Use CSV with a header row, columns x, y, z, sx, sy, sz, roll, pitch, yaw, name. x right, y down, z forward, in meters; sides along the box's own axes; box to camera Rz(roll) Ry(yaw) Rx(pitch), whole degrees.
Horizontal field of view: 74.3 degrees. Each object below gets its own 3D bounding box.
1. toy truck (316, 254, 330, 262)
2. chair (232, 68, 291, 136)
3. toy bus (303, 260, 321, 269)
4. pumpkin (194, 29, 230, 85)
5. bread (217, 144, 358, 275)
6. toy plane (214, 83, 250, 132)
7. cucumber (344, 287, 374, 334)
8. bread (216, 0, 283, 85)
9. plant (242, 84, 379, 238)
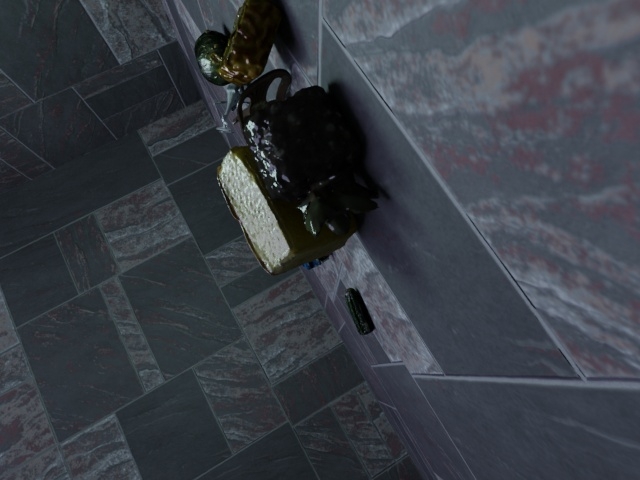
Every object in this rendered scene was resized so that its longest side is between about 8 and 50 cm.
x,y,z,sx,sy,sz,roll,pitch,yaw,name
-0.017,0.013,1.874,0.169,0.077,0.100,59,-175,-10,toy truck
-0.143,-0.336,1.210,0.183,0.175,0.326,55,170,-12,chair
-0.075,0.073,2.258,0.185,0.106,0.090,49,163,52,toy bus
-0.378,-0.667,1.550,0.190,0.146,0.190,51,-155,-34,pumpkin
-0.077,-0.101,1.139,0.143,0.333,0.324,-35,80,37,bread
-0.349,-0.536,1.617,0.181,0.273,0.107,19,145,17,toy plane
0.160,0.301,1.795,0.266,0.077,0.077,67,169,-23,cucumber
-0.169,-0.461,0.991,0.095,0.182,0.222,18,-172,-23,bread
-0.016,-0.157,0.924,0.312,0.215,0.213,60,171,-12,plant
